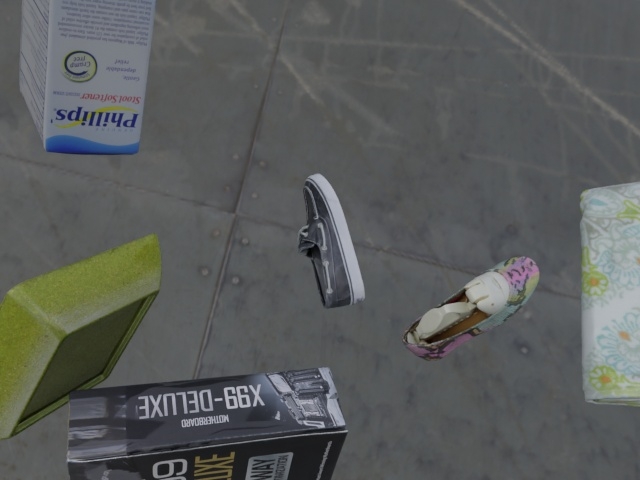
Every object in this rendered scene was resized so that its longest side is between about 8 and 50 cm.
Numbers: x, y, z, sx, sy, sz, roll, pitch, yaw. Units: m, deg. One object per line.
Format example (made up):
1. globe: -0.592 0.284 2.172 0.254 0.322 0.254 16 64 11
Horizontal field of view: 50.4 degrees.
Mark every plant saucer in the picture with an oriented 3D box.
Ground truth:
1. plant saucer: -0.227 0.095 0.621 0.045 0.188 0.188 39 25 9

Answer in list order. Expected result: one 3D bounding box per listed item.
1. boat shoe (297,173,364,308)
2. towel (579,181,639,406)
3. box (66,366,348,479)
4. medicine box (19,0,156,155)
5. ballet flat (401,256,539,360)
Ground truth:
1. boat shoe: 0.000 0.000 1.431 0.102 0.108 0.301 -12 73 -15
2. towel: 0.565 0.075 1.040 0.321 0.090 0.374 -4 69 32
3. box: -0.121 0.259 0.703 0.242 0.307 0.076 -2 44 -16
4. medicine box: -0.380 -0.319 1.085 0.149 0.289 0.263 -3 32 -31
5. ballet flat: 0.206 0.097 0.959 0.079 0.221 0.077 22 36 -47
